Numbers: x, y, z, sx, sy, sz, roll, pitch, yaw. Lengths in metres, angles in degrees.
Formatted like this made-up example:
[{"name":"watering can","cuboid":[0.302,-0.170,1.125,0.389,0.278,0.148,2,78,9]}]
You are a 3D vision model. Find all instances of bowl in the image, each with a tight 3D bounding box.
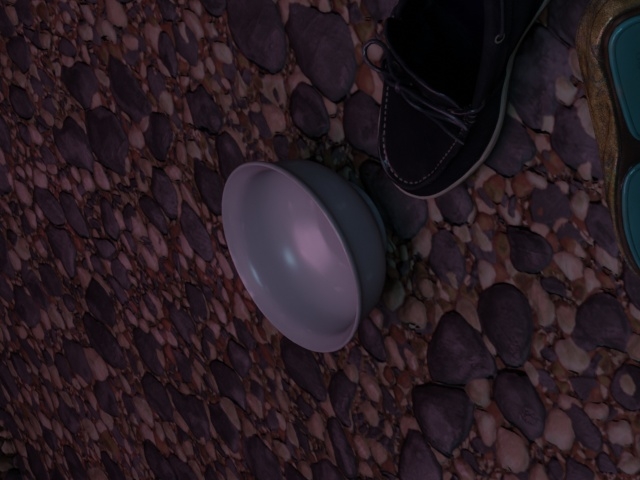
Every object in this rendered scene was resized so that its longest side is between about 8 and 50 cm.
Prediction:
[{"name":"bowl","cuboid":[0.000,0.000,2.258,0.298,0.134,0.298,35,140,36]}]

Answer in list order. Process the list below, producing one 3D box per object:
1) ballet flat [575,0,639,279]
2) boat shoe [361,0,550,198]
[{"name":"ballet flat","cuboid":[0.346,-0.116,1.713,0.123,0.123,0.348,21,137,46]},{"name":"boat shoe","cuboid":[0.145,-0.217,1.876,0.187,0.156,0.500,48,147,18]}]
